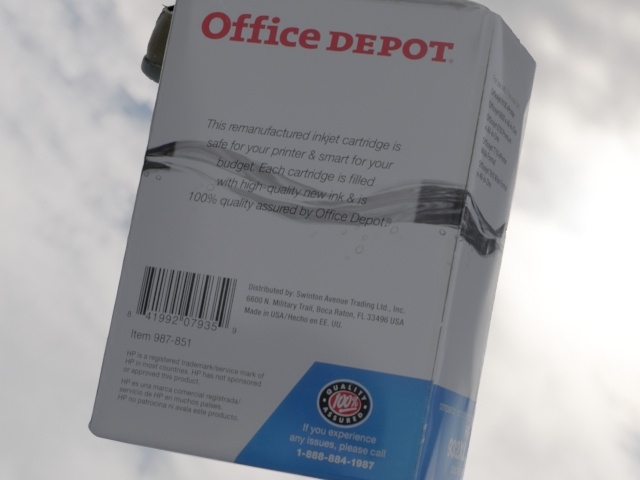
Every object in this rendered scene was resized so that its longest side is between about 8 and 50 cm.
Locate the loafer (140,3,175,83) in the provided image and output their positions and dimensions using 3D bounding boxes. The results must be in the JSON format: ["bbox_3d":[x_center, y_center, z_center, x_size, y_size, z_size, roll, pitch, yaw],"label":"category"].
[{"bbox_3d":[-0.085,-0.231,1.964,0.094,0.087,0.251,26,-145,27],"label":"loafer"}]

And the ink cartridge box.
[{"bbox_3d":[0.000,0.000,1.223,0.129,0.223,0.307,29,-109,-68],"label":"ink cartridge box"}]
